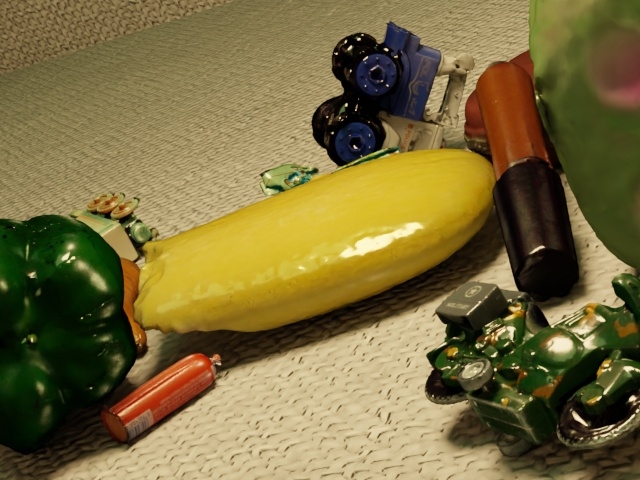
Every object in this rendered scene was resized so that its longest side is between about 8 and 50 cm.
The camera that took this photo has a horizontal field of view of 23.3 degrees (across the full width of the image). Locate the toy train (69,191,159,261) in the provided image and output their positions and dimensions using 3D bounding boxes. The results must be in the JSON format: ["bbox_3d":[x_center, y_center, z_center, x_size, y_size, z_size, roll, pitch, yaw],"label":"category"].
[{"bbox_3d":[-0.316,-0.009,2.238,0.125,0.081,0.194,-35,23,-21],"label":"toy train"}]

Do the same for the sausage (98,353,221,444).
[{"bbox_3d":[-0.162,0.157,1.630,0.145,0.048,0.050,-34,66,-30],"label":"sausage"}]

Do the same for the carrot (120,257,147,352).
[{"bbox_3d":[-0.252,0.085,1.935,0.271,0.066,0.062,-105,39,-69],"label":"carrot"}]

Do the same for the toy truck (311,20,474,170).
[{"bbox_3d":[0.094,-0.177,2.062,0.177,0.213,0.161,14,13,-14],"label":"toy truck"}]

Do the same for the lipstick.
[{"bbox_3d":[0.218,-0.080,1.675,0.077,0.077,0.418,-19,32,11],"label":"lipstick"}]

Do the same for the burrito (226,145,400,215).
[{"bbox_3d":[-0.011,-0.056,1.977,0.288,0.104,0.054,-23,-14,6],"label":"burrito"}]

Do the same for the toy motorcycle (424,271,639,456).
[{"bbox_3d":[0.202,0.090,1.283,0.187,0.125,0.274,-41,24,-22],"label":"toy motorcycle"}]

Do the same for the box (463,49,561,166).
[{"bbox_3d":[0.367,-0.185,1.880,0.403,0.108,0.263,-6,25,40],"label":"box"}]

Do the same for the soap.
[{"bbox_3d":[0.001,0.003,1.770,0.427,0.115,0.306,-19,14,9],"label":"soap"}]

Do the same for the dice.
[{"bbox_3d":[0.393,-0.173,1.462,0.322,0.330,0.318,-15,18,26],"label":"dice"}]

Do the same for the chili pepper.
[{"bbox_3d":[-0.306,0.085,1.659,0.233,0.249,0.256,-27,11,-15],"label":"chili pepper"}]
